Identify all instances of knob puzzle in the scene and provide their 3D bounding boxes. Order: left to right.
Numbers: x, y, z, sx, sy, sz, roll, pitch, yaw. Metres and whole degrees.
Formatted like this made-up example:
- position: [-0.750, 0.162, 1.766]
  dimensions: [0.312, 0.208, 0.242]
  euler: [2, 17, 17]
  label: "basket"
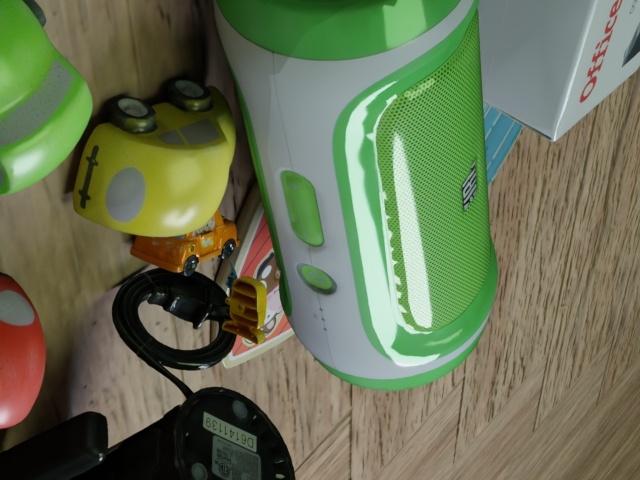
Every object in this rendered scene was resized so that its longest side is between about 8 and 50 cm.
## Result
- position: [0.000, 0.000, 0.997]
  dimensions: [0.213, 0.030, 0.213]
  euler: [-45, 155, -27]
  label: "knob puzzle"

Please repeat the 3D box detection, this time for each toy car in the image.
- position: [-0.117, -0.020, 0.693]
  dimensions: [0.239, 0.053, 0.225]
  euler: [-48, 157, -21]
  label: "toy car"
- position: [-0.046, 0.005, 0.813]
  dimensions: [0.060, 0.122, 0.040]
  euler: [-12, 118, -36]
  label: "toy car"

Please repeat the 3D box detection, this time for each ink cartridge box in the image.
- position: [0.186, -0.215, 0.980]
  dimensions: [0.273, 0.114, 0.197]
  euler: [-38, 152, -37]
  label: "ink cartridge box"

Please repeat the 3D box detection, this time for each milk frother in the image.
- position: [-0.096, 0.106, 0.865]
  dimensions: [0.135, 0.129, 0.143]
  euler: [-30, -152, 34]
  label: "milk frother"

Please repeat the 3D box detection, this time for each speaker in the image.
- position: [0.025, -0.047, 0.829]
  dimensions: [0.131, 0.131, 0.296]
  euler: [-46, 149, -25]
  label: "speaker"

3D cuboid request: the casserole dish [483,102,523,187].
- position: [0.096, -0.068, 1.054]
  dimensions: [0.188, 0.037, 0.114]
  euler: [-57, 158, -28]
  label: "casserole dish"
